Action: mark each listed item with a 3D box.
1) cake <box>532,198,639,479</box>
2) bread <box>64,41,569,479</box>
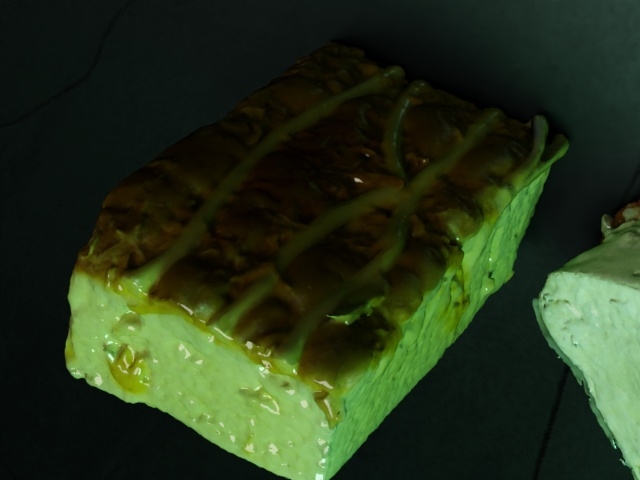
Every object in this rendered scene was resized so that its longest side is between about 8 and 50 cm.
[{"bbox_3d":[0.198,0.083,0.904,0.117,0.086,0.220,30,144,48],"label":"cake"},{"bbox_3d":[0.000,0.000,0.864,0.185,0.275,0.114,24,131,22],"label":"bread"}]
